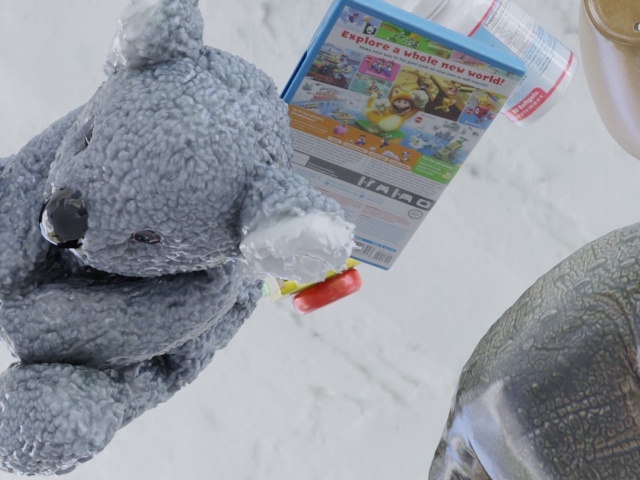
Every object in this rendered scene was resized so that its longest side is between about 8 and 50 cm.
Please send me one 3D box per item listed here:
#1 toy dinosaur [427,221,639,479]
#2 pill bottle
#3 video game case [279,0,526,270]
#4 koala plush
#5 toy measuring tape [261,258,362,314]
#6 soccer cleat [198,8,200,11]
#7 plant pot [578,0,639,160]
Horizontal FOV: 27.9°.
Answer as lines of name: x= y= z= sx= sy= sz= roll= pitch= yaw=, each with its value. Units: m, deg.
toy dinosaur: x=0.107 y=0.050 z=0.316 sx=0.313 sy=0.121 sz=0.160 roll=-32 pitch=-101 yaw=49
pill bottle: x=0.155 y=-0.185 z=1.199 sx=0.160 sy=0.087 sz=0.087 roll=37 pitch=-52 yaw=-12
video game case: x=0.028 y=-0.060 z=0.760 sx=0.119 sy=0.015 sz=0.166 roll=19 pitch=-53 yaw=-19
koala plush: x=-0.085 y=-0.023 z=0.647 sx=0.196 sy=0.203 sz=0.221 roll=58 pitch=-40 yaw=11
toy measuring tape: x=0.000 y=0.000 z=1.140 sx=0.121 sy=0.121 sz=0.330 roll=15 pitch=-9 yaw=-6
soccer cleat: x=-0.141 y=-0.220 z=1.070 sx=0.076 sy=0.068 sz=0.196 roll=-3 pitch=-65 yaw=-3
plant pot: x=0.360 y=-0.215 z=1.314 sx=0.237 sy=0.237 sz=0.254 roll=-18 pitch=-21 yaw=23
